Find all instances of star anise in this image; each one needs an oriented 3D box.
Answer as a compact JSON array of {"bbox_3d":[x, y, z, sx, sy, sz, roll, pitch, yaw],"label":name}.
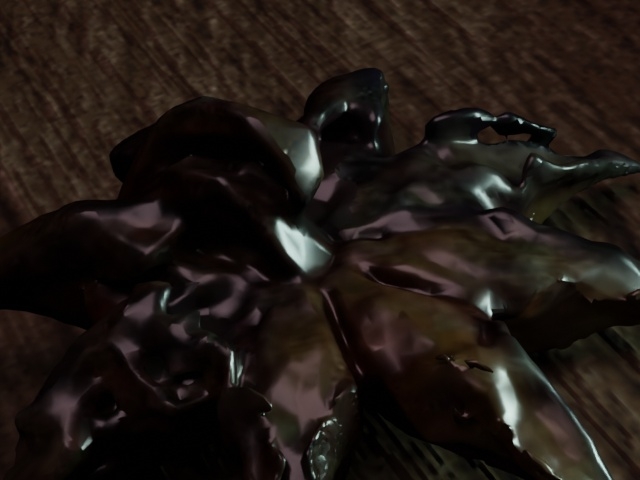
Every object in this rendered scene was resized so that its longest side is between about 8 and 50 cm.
[{"bbox_3d":[0.000,0.000,0.488,0.272,0.102,0.272,-5,41,5],"label":"star anise"}]
